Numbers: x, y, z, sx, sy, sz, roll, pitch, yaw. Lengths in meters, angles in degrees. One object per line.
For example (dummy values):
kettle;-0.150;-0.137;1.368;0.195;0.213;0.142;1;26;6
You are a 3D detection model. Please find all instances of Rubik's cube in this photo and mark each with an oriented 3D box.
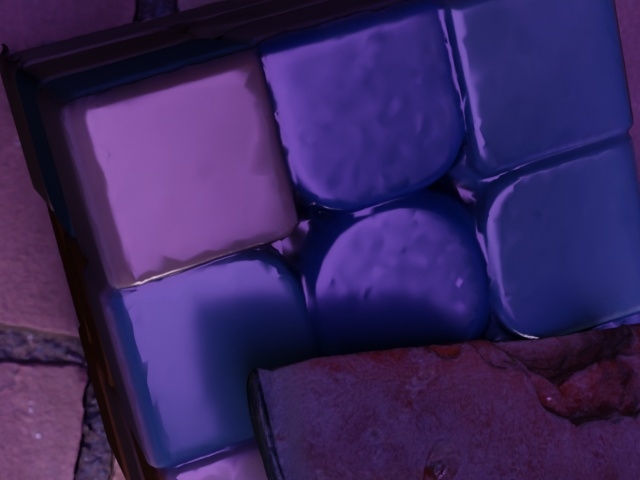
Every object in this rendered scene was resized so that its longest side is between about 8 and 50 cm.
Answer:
Rubik's cube;0.000;0.000;0.967;0.347;0.347;0.344;-18;108;-13

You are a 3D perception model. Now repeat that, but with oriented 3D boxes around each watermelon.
watermelon;0.099;0.133;0.796;0.318;0.148;0.226;28;75;-8
